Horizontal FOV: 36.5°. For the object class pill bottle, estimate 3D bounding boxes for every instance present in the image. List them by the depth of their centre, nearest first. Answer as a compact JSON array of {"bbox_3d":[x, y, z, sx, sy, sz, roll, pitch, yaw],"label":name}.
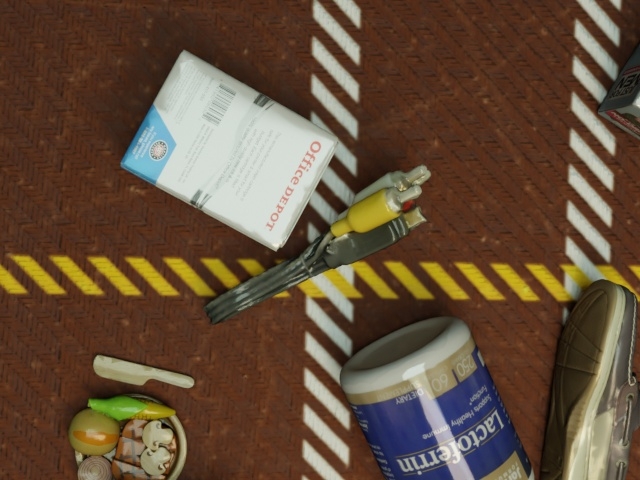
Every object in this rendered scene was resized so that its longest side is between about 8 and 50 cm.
[{"bbox_3d":[0.140,0.229,1.054,0.153,0.153,0.265,-26,96,-3],"label":"pill bottle"}]

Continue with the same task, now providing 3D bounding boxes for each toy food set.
[{"bbox_3d":[-0.215,0.233,1.078,0.132,0.038,0.192,12,92,-6],"label":"toy food set"}]

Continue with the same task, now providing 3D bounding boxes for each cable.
[{"bbox_3d":[0.000,0.000,1.061,0.287,0.139,0.072,-24,94,17],"label":"cable"}]

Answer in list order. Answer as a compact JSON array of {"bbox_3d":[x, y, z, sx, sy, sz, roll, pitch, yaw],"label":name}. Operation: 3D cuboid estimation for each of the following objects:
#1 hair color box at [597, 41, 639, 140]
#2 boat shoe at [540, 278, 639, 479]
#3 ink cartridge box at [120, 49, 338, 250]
[{"bbox_3d":[0.496,-0.255,1.077,0.185,0.113,0.374,32,90,-6],"label":"hair color box"},{"bbox_3d":[0.319,0.186,1.098,0.092,0.103,0.285,8,97,-11],"label":"boat shoe"},{"bbox_3d":[-0.097,-0.094,1.046,0.190,0.082,0.140,29,90,-7],"label":"ink cartridge box"}]
